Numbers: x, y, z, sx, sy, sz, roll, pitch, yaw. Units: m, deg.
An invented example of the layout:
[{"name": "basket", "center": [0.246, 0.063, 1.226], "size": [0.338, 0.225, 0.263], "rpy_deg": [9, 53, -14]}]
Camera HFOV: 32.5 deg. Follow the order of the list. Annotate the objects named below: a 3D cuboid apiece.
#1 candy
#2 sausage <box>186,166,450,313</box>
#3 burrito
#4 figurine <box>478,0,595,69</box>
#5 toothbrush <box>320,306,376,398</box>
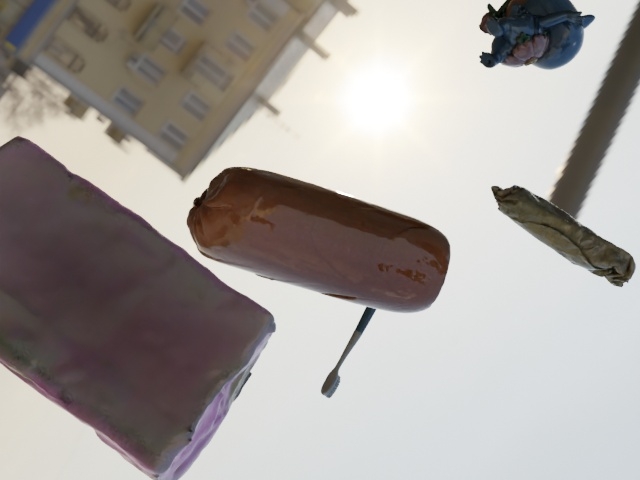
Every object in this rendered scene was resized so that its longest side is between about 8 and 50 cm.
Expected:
[{"name": "candy", "center": [-0.178, 0.056, 0.865], "size": [0.155, 0.265, 0.116], "rpy_deg": [-52, 174, -17]}, {"name": "sausage", "center": [-0.001, 0.000, 1.257], "size": [0.121, 0.304, 0.121], "rpy_deg": [-50, -149, 46]}, {"name": "burrito", "center": [0.270, -0.008, 1.226], "size": [0.045, 0.188, 0.058], "rpy_deg": [-55, 177, 1]}, {"name": "figurine", "center": [0.273, -0.292, 1.484], "size": [0.178, 0.144, 0.114], "rpy_deg": [-20, 144, -40]}, {"name": "toothbrush", "center": [0.071, 0.130, 1.750], "size": [0.019, 0.025, 0.275], "rpy_deg": [16, -113, 34]}]
